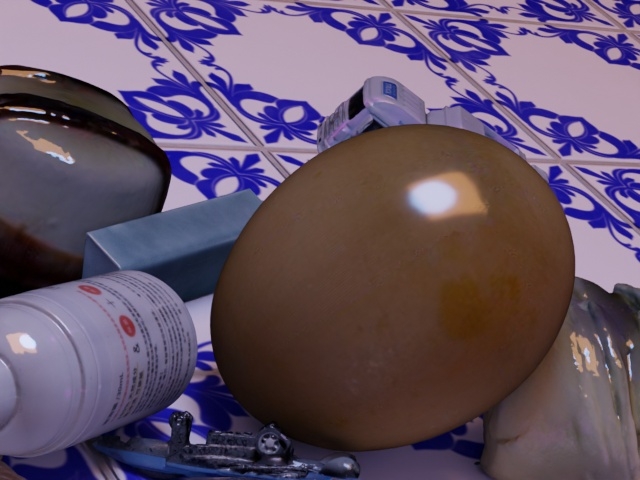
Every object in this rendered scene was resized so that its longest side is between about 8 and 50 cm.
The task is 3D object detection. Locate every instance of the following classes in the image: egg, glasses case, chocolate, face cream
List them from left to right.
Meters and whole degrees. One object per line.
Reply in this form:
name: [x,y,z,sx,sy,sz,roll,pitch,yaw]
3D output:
face cream: [-0.254,0.116,1.744,0.145,0.145,0.369,28,16,20]
chocolate: [-0.301,-0.077,2.125,0.283,0.186,0.283,14,26,-7]
glasses case: [-0.146,0.022,2.122,0.056,0.105,0.266,20,23,33]
egg: [0.066,0.049,1.935,0.301,0.374,0.301,59,7,-12]

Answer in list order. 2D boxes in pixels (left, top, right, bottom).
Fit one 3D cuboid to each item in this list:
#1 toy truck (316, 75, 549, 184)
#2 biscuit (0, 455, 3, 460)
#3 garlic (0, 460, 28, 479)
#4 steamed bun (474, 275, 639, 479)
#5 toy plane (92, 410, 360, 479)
toy truck: [0.135,-0.090,2.404,0.268,0.155,0.124,36,21,-15]
biscuit: [-0.450,0.122,1.785,0.217,0.044,0.325,-6,38,-47]
garlic: [-0.280,0.269,1.436,0.322,0.241,0.322,27,35,-22]
steamed bun: [0.309,0.144,2.078,0.275,0.206,0.320,26,30,10]
toy plane: [-0.087,0.199,1.845,0.246,0.078,0.169,15,-1,1]
